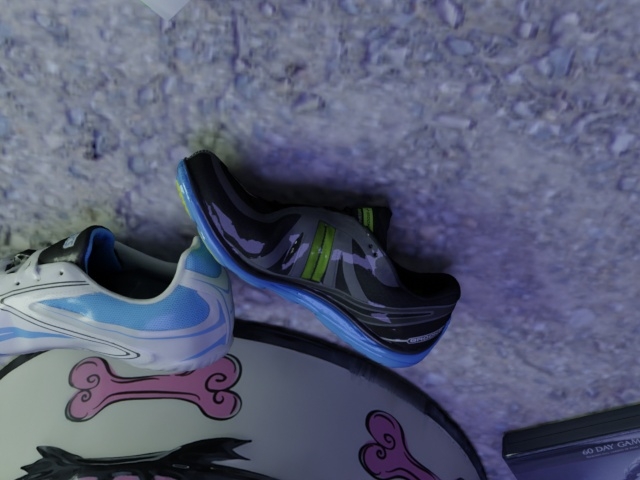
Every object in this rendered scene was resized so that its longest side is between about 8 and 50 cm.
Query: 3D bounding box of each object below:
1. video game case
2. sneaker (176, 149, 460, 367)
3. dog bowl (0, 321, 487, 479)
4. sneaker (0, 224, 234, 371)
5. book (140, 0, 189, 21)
[{"bbox_3d":[0.274,0.207,0.804,0.196,0.026,0.274,-18,129,24],"label":"video game case"},{"bbox_3d":[0.000,0.000,0.635,0.188,0.067,0.078,32,108,-18],"label":"sneaker"},{"bbox_3d":[-0.080,0.246,0.812,0.408,0.150,0.408,4,134,4],"label":"dog bowl"},{"bbox_3d":[-0.166,0.030,0.678,0.237,0.085,0.086,0,107,14],"label":"sneaker"},{"bbox_3d":[-0.098,-0.173,0.499,0.144,0.035,0.096,36,131,-23],"label":"book"}]
